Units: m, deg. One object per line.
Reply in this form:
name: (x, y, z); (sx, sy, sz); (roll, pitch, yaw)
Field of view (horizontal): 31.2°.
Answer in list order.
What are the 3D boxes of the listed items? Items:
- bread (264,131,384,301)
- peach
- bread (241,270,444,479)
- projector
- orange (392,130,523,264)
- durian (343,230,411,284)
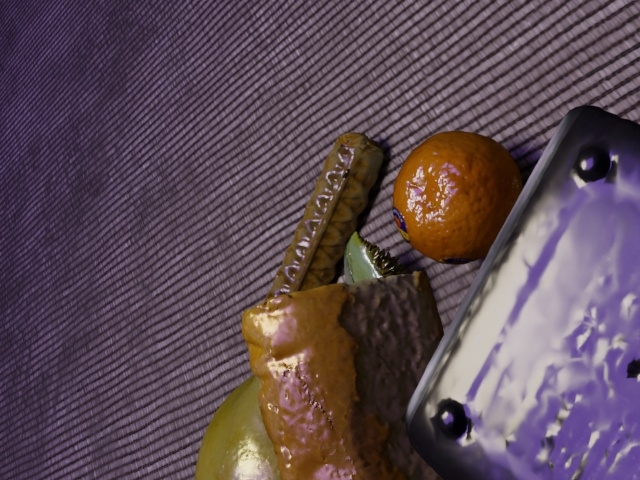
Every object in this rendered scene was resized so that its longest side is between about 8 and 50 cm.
bread: (-0.001, -0.001, 1.810); (0.368, 0.084, 0.077); (-66, 19, 15)
peach: (-0.015, 0.320, 1.520); (0.281, 0.314, 0.315); (-24, 18, 25)
bread: (0.053, 0.236, 1.314); (0.165, 0.236, 0.375); (-33, 71, 63)
projector: (0.335, 0.131, 1.044); (0.405, 0.242, 0.395); (36, 102, 41)
orange: (0.180, -0.056, 1.497); (0.177, 0.155, 0.178); (-11, 77, 57)
durian: (0.095, 0.101, 1.626); (0.137, 0.095, 0.221); (89, 171, -60)
